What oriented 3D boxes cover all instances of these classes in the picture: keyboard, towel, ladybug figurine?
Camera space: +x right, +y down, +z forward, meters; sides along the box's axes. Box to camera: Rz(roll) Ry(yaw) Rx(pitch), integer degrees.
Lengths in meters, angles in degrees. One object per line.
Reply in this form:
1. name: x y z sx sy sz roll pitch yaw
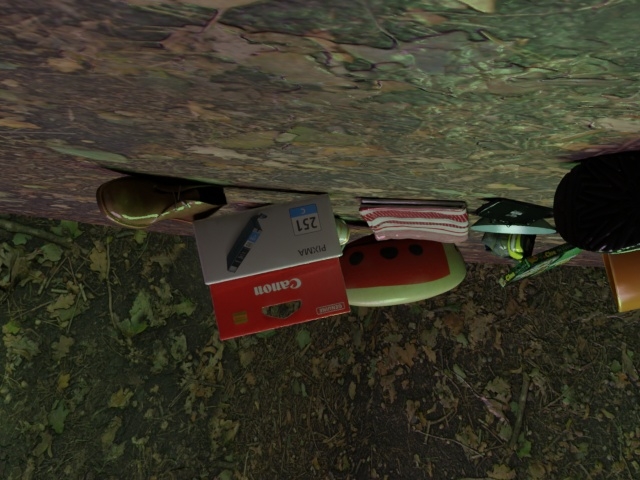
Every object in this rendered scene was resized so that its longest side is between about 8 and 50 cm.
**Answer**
1. keyboard: 0.395 -0.067 1.581 0.192 0.038 0.100 8 151 -40
2. towel: 0.225 -0.042 1.758 0.237 0.037 0.329 2 170 12
3. ladybug figurine: 0.214 0.070 2.221 0.450 0.161 0.305 -12 -159 -18

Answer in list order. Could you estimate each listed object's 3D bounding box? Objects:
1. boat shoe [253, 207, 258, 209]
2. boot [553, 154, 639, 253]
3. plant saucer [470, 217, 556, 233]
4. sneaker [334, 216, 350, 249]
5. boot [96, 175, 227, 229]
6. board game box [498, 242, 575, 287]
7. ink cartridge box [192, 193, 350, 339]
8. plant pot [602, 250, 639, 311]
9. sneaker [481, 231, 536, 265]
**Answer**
1. boat shoe: -0.145 -0.040 2.003 0.116 0.123 0.324 41 172 -20
2. boot: 0.520 -0.039 1.011 0.260 0.131 0.348 6 175 -31
3. plant saucer: 0.449 -0.042 1.759 0.195 0.037 0.195 5 176 0
4. sneaker: 0.000 0.000 2.183 0.128 0.126 0.321 10 174 -10
5. boot: -0.314 -0.088 1.534 0.115 0.112 0.305 -18 171 33
6. board game box: 0.608 0.052 2.022 0.260 0.030 0.136 -17 157 -30
7. ink cartridge box: -0.099 0.057 1.606 0.297 0.261 0.066 -12 178 -5
8. plant pot: 0.587 0.006 1.300 0.188 0.205 0.205 -13 171 17
9. sneaker: 0.516 0.006 2.059 0.121 0.111 0.300 12 174 22
